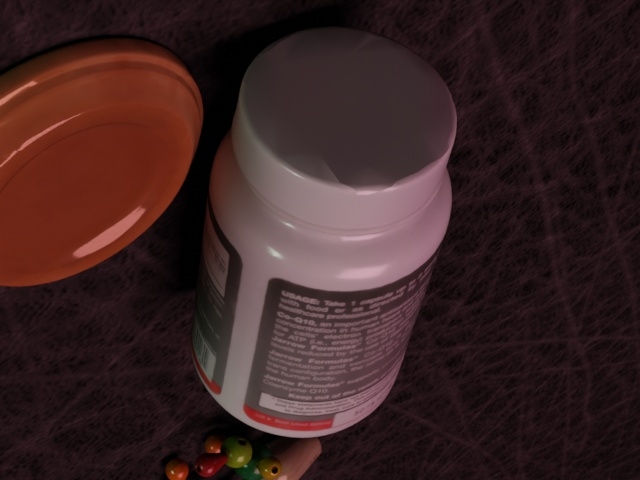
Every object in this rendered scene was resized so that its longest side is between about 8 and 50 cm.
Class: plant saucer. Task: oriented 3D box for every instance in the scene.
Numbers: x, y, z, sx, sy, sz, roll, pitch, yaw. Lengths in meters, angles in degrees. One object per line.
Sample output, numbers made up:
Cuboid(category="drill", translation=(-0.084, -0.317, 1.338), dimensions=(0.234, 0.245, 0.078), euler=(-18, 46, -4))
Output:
Cuboid(category="plant saucer", translation=(-0.155, -0.037, 0.903), dimensions=(0.200, 0.037, 0.200), euler=(-28, 152, -16))

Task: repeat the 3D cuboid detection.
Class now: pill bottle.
Cuboid(category="pill bottle", translation=(0.000, 0.000, 1.010), dimensions=(0.161, 0.161, 0.283), euler=(-24, 151, -25))

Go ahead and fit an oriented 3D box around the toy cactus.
Cuboid(category="toy cactus", translation=(-0.065, 0.241, 1.402), dimensions=(0.180, 0.112, 0.219), euler=(-34, 141, -35))
